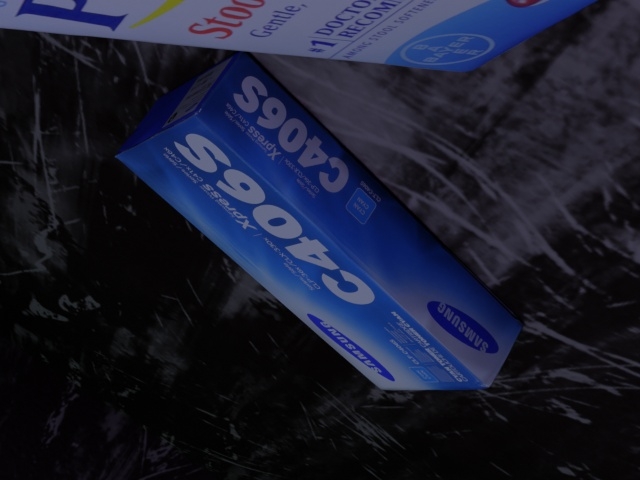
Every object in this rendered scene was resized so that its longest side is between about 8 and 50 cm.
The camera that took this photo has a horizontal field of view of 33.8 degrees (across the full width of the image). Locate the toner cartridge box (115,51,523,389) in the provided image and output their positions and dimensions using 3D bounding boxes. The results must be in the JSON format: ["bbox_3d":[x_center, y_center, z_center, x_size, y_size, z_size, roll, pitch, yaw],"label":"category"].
[{"bbox_3d":[0.000,0.000,0.916,0.348,0.075,0.165,42,154,-20],"label":"toner cartridge box"}]

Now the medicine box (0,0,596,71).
[{"bbox_3d":[-0.001,-0.174,0.354,0.289,0.149,0.263,0,171,-26],"label":"medicine box"}]
